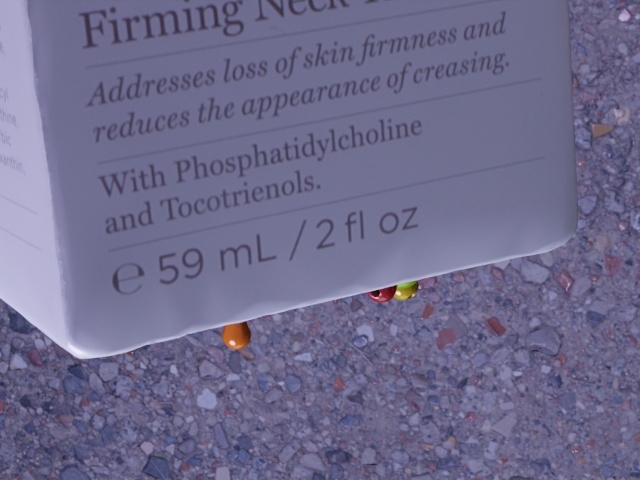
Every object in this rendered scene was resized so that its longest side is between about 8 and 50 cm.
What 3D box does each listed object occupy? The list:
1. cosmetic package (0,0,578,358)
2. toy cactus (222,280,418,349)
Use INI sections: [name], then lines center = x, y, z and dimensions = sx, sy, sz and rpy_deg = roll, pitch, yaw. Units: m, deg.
[cosmetic package]
center = -0.076, -0.184, 0.990
dimensions = 0.330, 0.393, 0.327
rpy_deg = -13, -162, -25
[toy cactus]
center = 0.000, 0.000, 1.190
dimensions = 0.219, 0.112, 0.180
rpy_deg = -2, -156, 41
